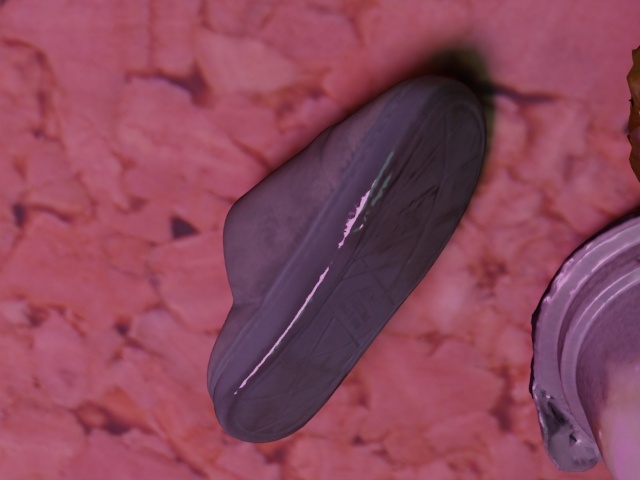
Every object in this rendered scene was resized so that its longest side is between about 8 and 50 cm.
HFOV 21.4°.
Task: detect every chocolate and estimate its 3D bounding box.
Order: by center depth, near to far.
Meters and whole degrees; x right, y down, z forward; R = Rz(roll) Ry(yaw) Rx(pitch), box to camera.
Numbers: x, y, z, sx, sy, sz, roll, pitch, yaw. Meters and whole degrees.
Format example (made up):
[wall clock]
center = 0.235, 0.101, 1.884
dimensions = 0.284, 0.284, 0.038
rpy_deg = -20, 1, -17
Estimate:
[chocolate]
center = 0.215, 0.093, 0.969
dimensions = 0.221, 0.147, 0.221
rpy_deg = 5, 123, 8

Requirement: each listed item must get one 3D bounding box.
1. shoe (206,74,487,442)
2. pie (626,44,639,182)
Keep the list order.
[shoe]
center = 0.000, 0.000, 0.989
dimensions = 0.100, 0.103, 0.251
rpy_deg = 43, 110, 34
[pie]
center = 0.317, -0.083, 0.845
dimensions = 0.355, 0.103, 0.288
rpy_deg = -8, 112, -8
